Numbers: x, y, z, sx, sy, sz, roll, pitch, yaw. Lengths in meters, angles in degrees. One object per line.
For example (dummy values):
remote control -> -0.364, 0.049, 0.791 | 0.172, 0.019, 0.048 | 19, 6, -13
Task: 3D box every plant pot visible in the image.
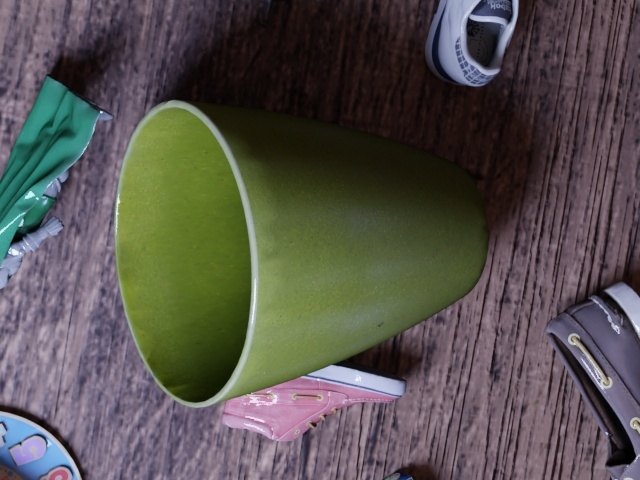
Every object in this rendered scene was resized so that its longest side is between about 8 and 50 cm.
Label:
plant pot -> 0.000, 0.000, 1.772 | 0.293, 0.275, 0.275 | -6, 96, -30

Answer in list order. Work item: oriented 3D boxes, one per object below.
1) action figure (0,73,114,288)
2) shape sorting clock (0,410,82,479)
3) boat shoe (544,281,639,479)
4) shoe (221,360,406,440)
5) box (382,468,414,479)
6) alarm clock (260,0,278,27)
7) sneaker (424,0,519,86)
action figure -> -0.272, -0.030, 1.759 | 0.063, 0.137, 0.232 | 28, 95, -29
shape sorting clock -> -0.320, 0.261, 1.795 | 0.206, 0.040, 0.206 | -1, 95, -16
boat shoe -> 0.329, 0.207, 1.942 | 0.096, 0.116, 0.324 | -24, 97, -8
shoe -> -0.008, 0.157, 1.868 | 0.178, 0.063, 0.081 | 10, 93, -11
box -> 0.076, 0.370, 1.914 | 0.159, 0.044, 0.233 | -32, 102, -12
alarm clock -> -0.048, -0.311, 1.820 | 0.129, 0.064, 0.192 | -29, 98, -12
sneaker -> 0.166, -0.266, 1.867 | 0.090, 0.095, 0.235 | 6, 91, -15
